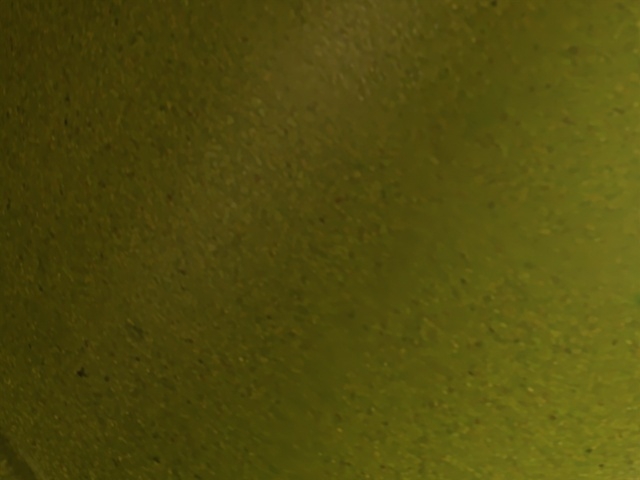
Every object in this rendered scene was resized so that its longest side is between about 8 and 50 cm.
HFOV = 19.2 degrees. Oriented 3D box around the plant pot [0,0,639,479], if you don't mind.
[{"bbox_3d":[0.078,-0.072,0.466,0.366,0.366,0.353,17,147,-11],"label":"plant pot"}]
